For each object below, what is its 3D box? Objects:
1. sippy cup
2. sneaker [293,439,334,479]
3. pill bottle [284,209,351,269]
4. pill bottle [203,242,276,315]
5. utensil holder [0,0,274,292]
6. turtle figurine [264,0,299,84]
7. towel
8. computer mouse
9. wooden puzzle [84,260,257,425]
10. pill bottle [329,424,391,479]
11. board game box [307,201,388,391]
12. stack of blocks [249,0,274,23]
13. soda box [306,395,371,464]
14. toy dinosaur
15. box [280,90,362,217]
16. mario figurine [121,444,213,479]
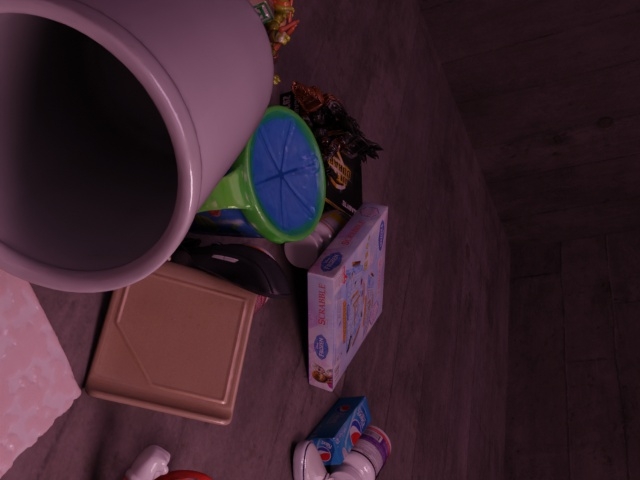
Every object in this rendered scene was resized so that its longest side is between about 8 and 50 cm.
[{"bbox_3d":[-0.144,-0.103,1.252,0.305,0.224,0.240,32,58,-51],"label":"sippy cup"},{"bbox_3d":[0.015,0.542,1.515,0.094,0.091,0.258,-42,119,-60],"label":"sneaker"},{"bbox_3d":[0.000,0.000,1.649,0.215,0.117,0.117,-25,103,-63],"label":"pill bottle"},{"bbox_3d":[-0.167,0.099,1.266,0.221,0.121,0.121,-46,122,-58],"label":"pill bottle"},{"bbox_3d":[-0.247,-0.174,0.886,0.385,0.327,0.328,-67,140,-58],"label":"utensil holder"},{"bbox_3d":[-0.104,-0.427,1.517,0.270,0.087,0.217,-89,-165,-54],"label":"turtle figurine"},{"bbox_3d":[-0.437,0.142,0.780,0.332,0.053,0.317,-52,128,-56],"label":"towel"},{"bbox_3d":[-0.174,0.022,1.141,0.184,0.262,0.060,10,100,-58],"label":"computer mouse"},{"bbox_3d":[-0.223,0.149,1.094,0.220,0.044,0.239,17,60,-16],"label":"wooden puzzle"},{"bbox_3d":[0.087,0.520,1.653,0.193,0.108,0.108,-34,111,-62],"label":"pill bottle"},{"bbox_3d":[0.065,0.123,1.635,0.318,0.065,0.319,-49,147,-50],"label":"board game box"},{"bbox_3d":[-0.171,-0.577,1.455,0.297,0.087,0.171,-95,160,-46],"label":"stack of blocks"},{"bbox_3d":[0.046,0.436,1.640,0.210,0.071,0.067,-33,111,-62],"label":"soda box"},{"bbox_3d":[0.009,-0.254,1.605,0.321,0.164,0.218,13,48,-45],"label":"toy dinosaur"},{"bbox_3d":[0.007,-0.195,1.782,0.322,0.079,0.257,33,51,-56],"label":"box"},{"bbox_3d":[-0.238,0.411,0.948,0.320,0.170,0.198,-26,139,-56],"label":"mario figurine"}]
